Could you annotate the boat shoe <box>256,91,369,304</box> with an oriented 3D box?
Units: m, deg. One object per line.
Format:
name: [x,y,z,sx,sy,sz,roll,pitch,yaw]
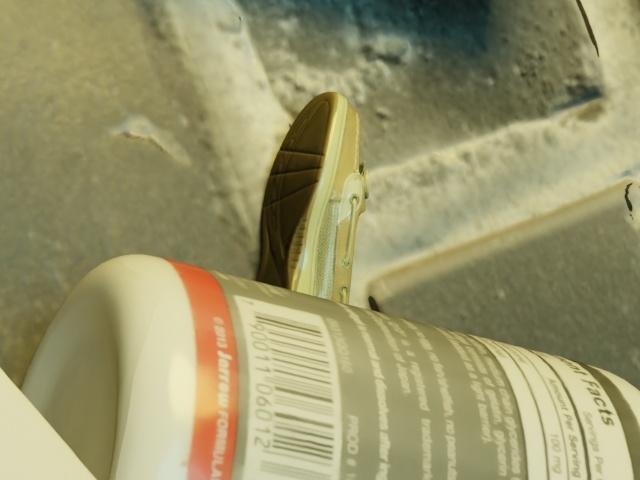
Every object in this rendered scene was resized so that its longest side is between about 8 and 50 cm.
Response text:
boat shoe: [0.001,0.001,0.972,0.048,0.056,0.153,14,79,-30]

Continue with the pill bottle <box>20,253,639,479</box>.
pill bottle: [0.044,0.145,0.881,0.363,0.210,0.210,15,76,-23]

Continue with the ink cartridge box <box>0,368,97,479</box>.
ink cartridge box: [-0.249,0.120,0.659,0.395,0.285,0.166,52,35,-18]
